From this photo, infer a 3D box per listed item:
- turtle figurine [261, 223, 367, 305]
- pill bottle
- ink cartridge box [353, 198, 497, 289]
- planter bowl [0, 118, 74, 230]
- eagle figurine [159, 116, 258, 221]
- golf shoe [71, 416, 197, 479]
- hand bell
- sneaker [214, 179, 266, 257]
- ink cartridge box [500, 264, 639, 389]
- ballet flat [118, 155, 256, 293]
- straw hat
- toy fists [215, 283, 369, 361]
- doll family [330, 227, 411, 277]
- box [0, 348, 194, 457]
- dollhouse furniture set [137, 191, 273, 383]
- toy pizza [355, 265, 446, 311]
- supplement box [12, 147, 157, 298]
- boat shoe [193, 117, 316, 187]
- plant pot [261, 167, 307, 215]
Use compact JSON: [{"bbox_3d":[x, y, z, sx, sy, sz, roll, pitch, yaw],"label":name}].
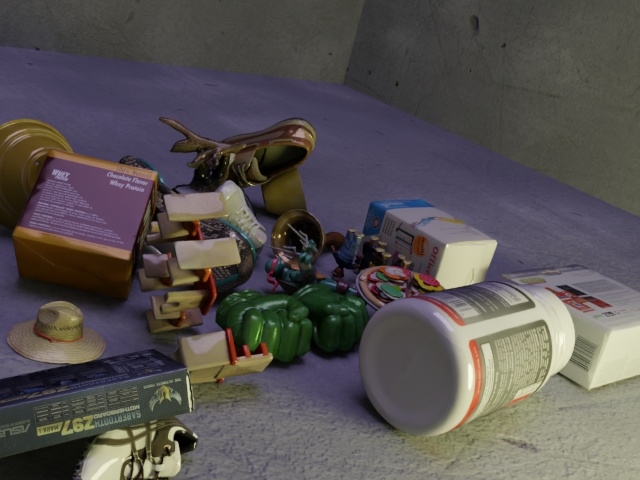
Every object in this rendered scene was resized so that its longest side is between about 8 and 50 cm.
[{"bbox_3d":[-0.019,0.061,1.580,0.234,0.118,0.175,23,16,-12],"label":"turtle figurine"},{"bbox_3d":[0.252,0.176,1.325,0.363,0.210,0.210,-6,28,-45],"label":"pill bottle"},{"bbox_3d":[0.220,0.033,1.745,0.168,0.171,0.233,-4,26,-41],"label":"ink cartridge box"},{"bbox_3d":[-0.528,-0.119,1.532,0.090,0.217,0.217,8,11,41],"label":"planter bowl"},{"bbox_3d":[-0.242,-0.125,1.817,0.225,0.298,0.226,-23,63,-24],"label":"eagle figurine"},{"bbox_3d":[-0.217,0.257,0.970,0.094,0.077,0.198,21,22,15],"label":"golf shoe"},{"bbox_3d":[0.000,0.000,1.828,0.126,0.126,0.242,24,8,24],"label":"hand bell"},{"bbox_3d":[-0.158,-0.038,1.659,0.115,0.090,0.232,34,-16,20],"label":"sneaker"},{"bbox_3d":[0.544,0.165,1.683,0.310,0.130,0.272,-3,24,-40],"label":"ink cartridge box"},{"bbox_3d":[-0.328,-0.033,1.594,0.182,0.163,0.483,-26,42,-32],"label":"ballet flat"},{"bbox_3d":[-0.392,0.125,1.225,0.145,0.061,0.144,13,20,-5],"label":"straw hat"},{"bbox_3d":[-0.036,0.136,1.399,0.279,0.096,0.142,-2,27,-41],"label":"toy fists"},{"bbox_3d":[0.099,0.056,1.699,0.076,0.111,0.193,-1,29,-39],"label":"doll family"},{"bbox_3d":[-0.287,0.188,0.973,0.233,0.059,0.183,-10,3,-24],"label":"box"},{"bbox_3d":[-0.176,0.082,1.245,0.135,0.262,0.259,-6,66,-24],"label":"dollhouse furniture set"},{"bbox_3d":[0.164,0.094,1.504,0.201,0.032,0.201,13,26,-7],"label":"toy pizza"},{"bbox_3d":[-0.400,-0.029,1.410,0.192,0.129,0.194,13,54,-6],"label":"supplement box"},{"bbox_3d":[-0.163,-0.192,1.969,0.324,0.122,0.119,-24,33,15],"label":"boat shoe"},{"bbox_3d":[-0.094,-0.113,2.014,0.095,0.134,0.134,-13,25,-6],"label":"plant pot"}]
